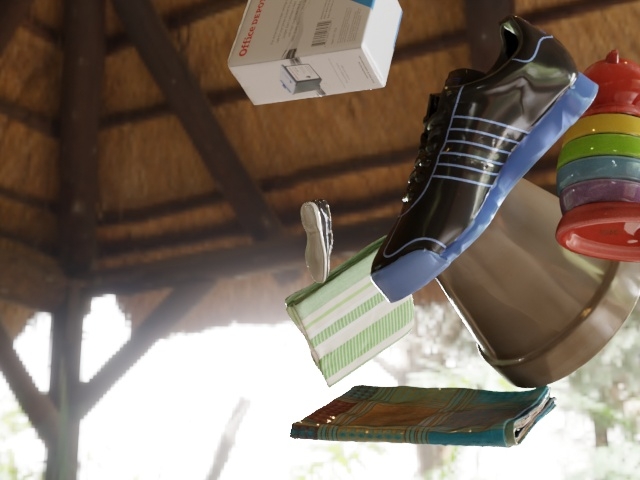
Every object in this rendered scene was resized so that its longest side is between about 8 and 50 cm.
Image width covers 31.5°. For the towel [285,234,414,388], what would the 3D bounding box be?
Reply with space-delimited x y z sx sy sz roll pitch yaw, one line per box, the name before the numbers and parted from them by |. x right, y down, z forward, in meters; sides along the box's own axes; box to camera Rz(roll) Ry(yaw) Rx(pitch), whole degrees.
towel | 0.070 0.146 2.246 0.247 0.038 0.325 -33 -38 -9

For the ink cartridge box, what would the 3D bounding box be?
ink cartridge box | -0.005 -0.259 1.447 0.190 0.140 0.082 -5 -38 28

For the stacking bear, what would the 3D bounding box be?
stacking bear | 0.431 -0.133 1.662 0.164 0.289 0.175 2 -20 16

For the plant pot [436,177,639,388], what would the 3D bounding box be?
plant pot | 0.323 0.032 1.874 0.280 0.323 0.323 42 -35 -17

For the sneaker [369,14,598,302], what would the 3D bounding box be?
sneaker | 0.101 -0.063 0.837 0.090 0.232 0.081 43 -12 -7

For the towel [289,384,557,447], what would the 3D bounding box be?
towel | 0.170 0.277 1.828 0.370 0.040 0.271 -2 6 25

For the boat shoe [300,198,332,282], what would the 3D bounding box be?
boat shoe | 0.000 0.000 1.687 0.038 0.125 0.046 -19 14 -40
